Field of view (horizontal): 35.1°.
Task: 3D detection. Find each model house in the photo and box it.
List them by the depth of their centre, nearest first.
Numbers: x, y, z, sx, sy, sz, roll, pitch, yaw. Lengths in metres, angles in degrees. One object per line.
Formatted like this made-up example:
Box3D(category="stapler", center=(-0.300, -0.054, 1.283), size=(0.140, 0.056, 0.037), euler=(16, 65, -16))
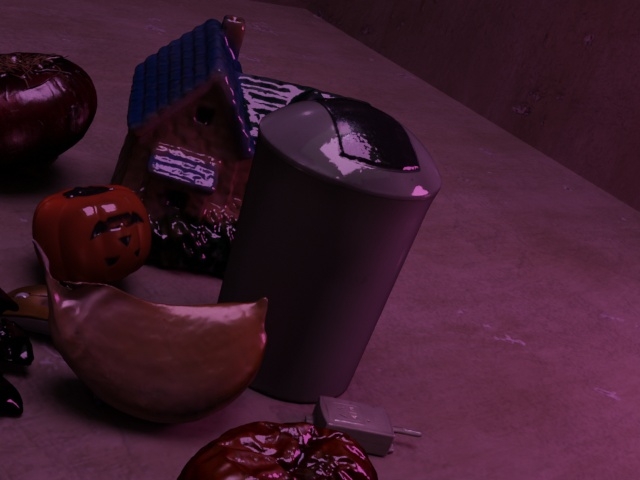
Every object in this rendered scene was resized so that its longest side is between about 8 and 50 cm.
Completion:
Box3D(category="model house", center=(-0.143, -0.179, 1.860), size=(0.445, 0.400, 0.395), euler=(16, 21, -12))

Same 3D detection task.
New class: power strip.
Box3D(category="power strip", center=(0.068, 0.273, 1.478), size=(0.175, 0.042, 0.075), euler=(13, 23, -17))

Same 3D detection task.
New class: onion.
Box3D(category="onion", center=(-0.561, -0.221, 1.856), size=(0.313, 0.233, 0.314), euler=(-6, 21, 2))

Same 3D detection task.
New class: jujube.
Box3D(category="jujube", center=(-0.048, 0.309, 1.125), size=(0.232, 0.213, 0.213), euler=(-5, 33, -36))

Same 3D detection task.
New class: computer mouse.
Box3D(category="computer mouse", center=(-0.373, 0.104, 1.465), size=(0.198, 0.045, 0.102), euler=(14, 23, 4))

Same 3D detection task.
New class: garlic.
Box3D(category="garlic", center=(-0.243, 0.129, 1.355), size=(0.338, 0.196, 0.151), euler=(16, 7, -19))

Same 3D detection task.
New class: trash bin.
Box3D(category="trash bin", center=(0.000, 0.000, 1.530), size=(0.280, 0.432, 0.280), euler=(16, 23, -7))

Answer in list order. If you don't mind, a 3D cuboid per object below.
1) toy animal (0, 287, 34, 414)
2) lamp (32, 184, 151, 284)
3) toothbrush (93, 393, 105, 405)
Box3D(category="toy animal", center=(-0.467, 0.144, 1.304), size=(0.179, 0.116, 0.219), euler=(-20, 68, -18))
Box3D(category="lamp", center=(-0.359, -0.002, 1.598), size=(0.187, 0.164, 0.188), euler=(-5, 17, 1))
Box3D(category="toothbrush", center=(-0.328, 0.163, 1.433), size=(0.019, 0.016, 0.219), euler=(8, 26, -26))
